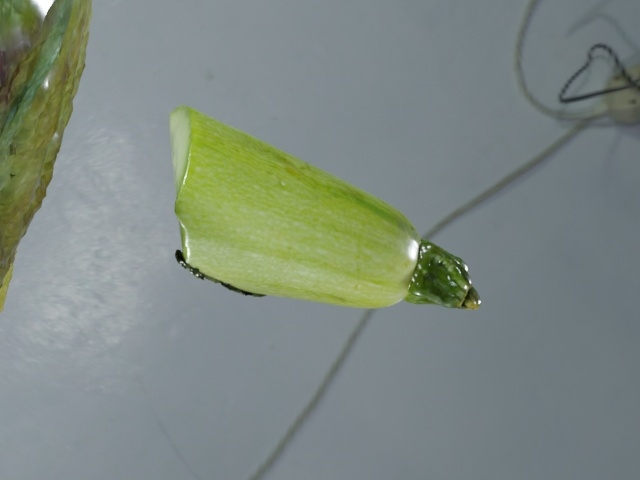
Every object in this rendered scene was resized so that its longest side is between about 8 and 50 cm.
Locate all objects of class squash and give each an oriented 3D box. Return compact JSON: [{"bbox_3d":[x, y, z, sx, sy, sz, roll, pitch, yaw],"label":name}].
[{"bbox_3d":[-0.002,0.002,0.703,0.200,0.090,0.075,24,117,-25],"label":"squash"}]

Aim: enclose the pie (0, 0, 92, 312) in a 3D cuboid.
[{"bbox_3d":[-0.138,0.014,0.401,0.079,0.277,0.277,31,79,-1],"label":"pie"}]
